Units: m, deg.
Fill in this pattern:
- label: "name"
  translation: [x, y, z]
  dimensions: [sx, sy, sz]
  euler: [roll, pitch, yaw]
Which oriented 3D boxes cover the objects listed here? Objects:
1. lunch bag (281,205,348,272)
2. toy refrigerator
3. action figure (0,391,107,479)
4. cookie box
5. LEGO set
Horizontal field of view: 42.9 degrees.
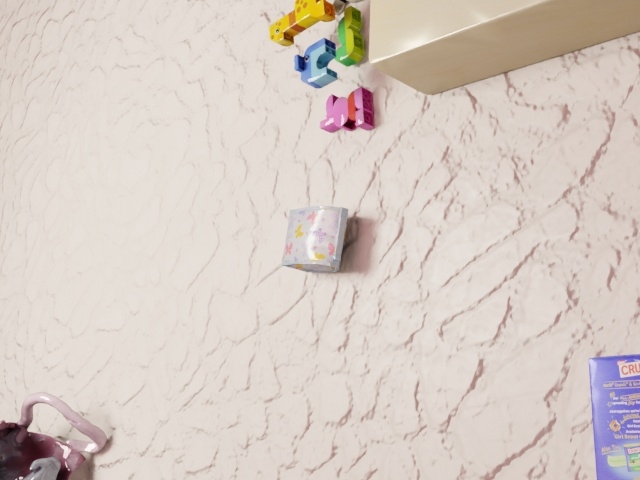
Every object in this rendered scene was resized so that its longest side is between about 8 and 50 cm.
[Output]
- label: "lunch bag"
  translation: [0.000, 0.000, 0.922]
  dimensions: [0.083, 0.053, 0.071]
  euler: [-8, 71, 54]
- label: "toy refrigerator"
  translation: [0.180, -0.227, 0.768]
  dimensions: [0.269, 0.102, 0.094]
  euler: [-11, 72, 44]
- label: "action figure"
  translation: [-0.524, 0.318, 1.262]
  dimensions: [0.276, 0.248, 0.370]
  euler: [-48, 13, -19]
- label: "cookie box"
  translation: [0.261, 0.142, 0.629]
  dimensions: [0.091, 0.040, 0.107]
  euler: [-12, 71, 43]
- label: "LEGO set"
  translation: [-0.007, -0.233, 0.967]
  dimensions: [0.093, 0.087, 0.227]
  euler: [-20, 65, 40]
